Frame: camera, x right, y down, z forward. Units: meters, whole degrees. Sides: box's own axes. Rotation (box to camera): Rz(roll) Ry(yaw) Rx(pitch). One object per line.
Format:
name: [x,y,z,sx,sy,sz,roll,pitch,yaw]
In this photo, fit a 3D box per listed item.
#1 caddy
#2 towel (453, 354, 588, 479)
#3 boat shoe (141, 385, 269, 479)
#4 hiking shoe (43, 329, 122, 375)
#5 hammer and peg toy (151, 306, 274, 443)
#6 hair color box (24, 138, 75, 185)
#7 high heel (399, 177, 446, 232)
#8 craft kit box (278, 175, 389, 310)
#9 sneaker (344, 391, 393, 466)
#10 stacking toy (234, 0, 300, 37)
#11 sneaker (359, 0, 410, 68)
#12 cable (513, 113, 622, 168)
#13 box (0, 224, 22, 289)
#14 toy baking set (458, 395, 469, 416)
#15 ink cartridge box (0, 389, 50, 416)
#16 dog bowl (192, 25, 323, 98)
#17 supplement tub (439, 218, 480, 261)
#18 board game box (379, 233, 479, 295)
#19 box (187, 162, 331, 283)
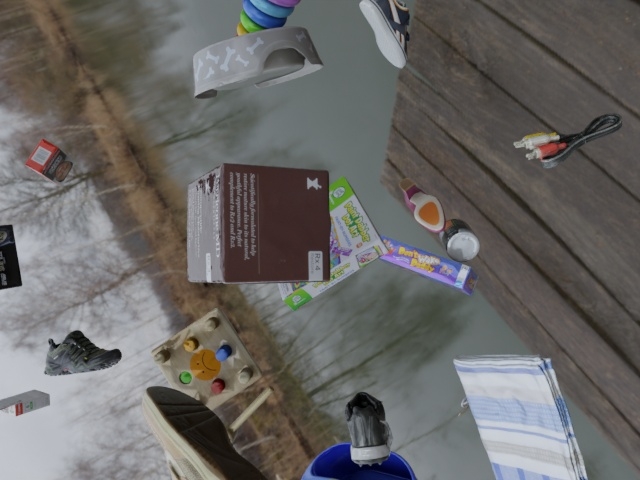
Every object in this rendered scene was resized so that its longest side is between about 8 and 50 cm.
caddy: [0.096,0.630,1.258,0.341,0.241,0.179,-8,130,41]
towel: [0.363,0.341,0.948,0.209,0.034,0.285,-16,94,54]
boat shoe: [-0.203,0.374,0.859,0.341,0.110,0.121,35,-173,34]
hiking shoe: [-0.632,0.292,1.372,0.086,0.226,0.114,31,-130,-75]
hammer and peg toy: [-0.307,0.412,1.569,0.361,0.265,0.127,56,-178,2]
hair color box: [-0.622,-0.178,1.204,0.043,0.072,0.141,30,171,-8]
high heel: [0.302,-0.077,1.474,0.117,0.082,0.244,47,-175,-39]
craft kit box: [0.000,0.000,1.180,0.061,0.246,0.250,53,-172,-42]
sneaker: [0.087,0.323,0.934,0.234,0.078,0.106,61,-159,-78]
stacking toy: [-0.158,-0.540,1.304,0.141,0.141,0.330,56,135,17]
sneaker: [0.252,-0.732,1.779,0.126,0.127,0.321,42,180,33]
cable: [0.679,-0.279,1.401,0.139,0.287,0.072,-95,-20,-57]
box: [-0.789,0.045,1.230,0.180,0.077,0.148,-7,93,40]
toy baking set: [0.562,0.496,1.789,0.030,0.196,0.256,46,124,30]
ink cartridge box: [-0.666,0.362,1.143,0.062,0.115,0.029,1,95,33]
dog bowl: [-0.170,-0.459,1.348,0.348,0.348,0.102,14,121,66]
supplement tub: [0.486,-0.008,1.841,0.190,0.116,0.117,-79,-32,-71]
board game box: [0.371,0.088,1.847,0.347,0.078,0.233,21,177,25]
box: [-0.103,-0.018,0.812,0.203,0.166,0.169,-7,83,63]
